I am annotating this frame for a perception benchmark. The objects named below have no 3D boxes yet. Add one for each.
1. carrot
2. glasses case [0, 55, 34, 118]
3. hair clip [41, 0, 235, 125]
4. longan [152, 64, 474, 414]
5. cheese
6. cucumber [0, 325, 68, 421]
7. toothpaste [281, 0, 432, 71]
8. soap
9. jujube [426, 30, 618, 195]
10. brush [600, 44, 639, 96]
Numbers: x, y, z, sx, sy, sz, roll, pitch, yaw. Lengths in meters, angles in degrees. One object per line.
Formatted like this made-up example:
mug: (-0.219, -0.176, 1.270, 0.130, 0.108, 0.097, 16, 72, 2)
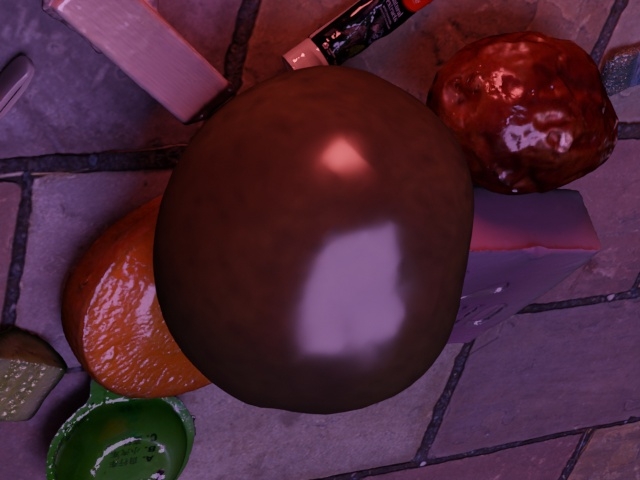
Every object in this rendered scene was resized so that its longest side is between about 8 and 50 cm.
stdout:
carrot: (-0.158, 0.054, 1.588, 0.307, 0.100, 0.258, -37, 133, -12)
glasses case: (-0.314, -0.149, 1.338, 0.083, 0.032, 0.021, -47, 136, 15)
hair clip: (-0.212, -0.234, 1.275, 0.085, 0.101, 0.331, -36, 137, 8)
longan: (0.000, 0.000, 1.395, 0.361, 0.361, 0.361, -18, 137, -17)
cheese: (-0.250, 0.236, 1.723, 0.204, 0.083, 0.320, -3, 116, -28)
cucumber: (-0.377, 0.163, 1.586, 0.116, 0.062, 0.115, 15, 123, -49)
toothpaste: (0.046, -0.240, 1.473, 0.193, 0.045, 0.071, -35, 142, -6)
soap: (0.154, 0.034, 1.690, 0.296, 0.107, 0.285, -1, 152, -37)
jujube: (0.240, -0.146, 1.573, 0.290, 0.197, 0.197, 2, 130, -53)
brush: (0.450, -0.237, 1.746, 0.196, 0.021, 0.070, -17, 139, -18)
